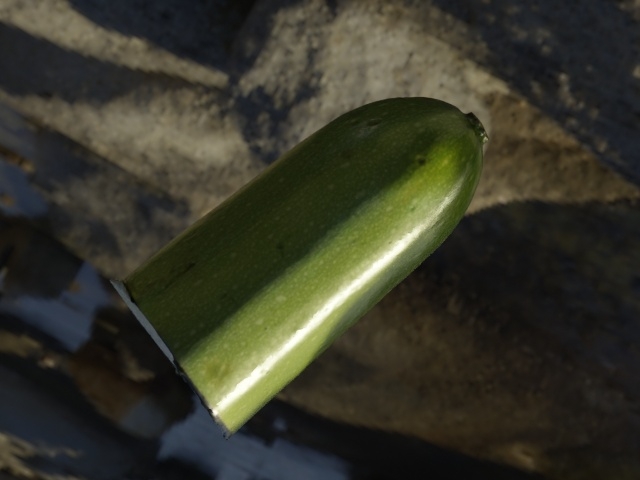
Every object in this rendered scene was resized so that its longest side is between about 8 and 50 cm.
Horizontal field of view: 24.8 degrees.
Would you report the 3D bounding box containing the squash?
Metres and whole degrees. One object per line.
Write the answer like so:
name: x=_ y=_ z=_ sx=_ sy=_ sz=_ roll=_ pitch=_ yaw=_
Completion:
squash: x=0.000 y=0.000 z=0.692 sx=0.095 sy=0.188 sz=0.095 roll=50 pitch=171 yaw=11
